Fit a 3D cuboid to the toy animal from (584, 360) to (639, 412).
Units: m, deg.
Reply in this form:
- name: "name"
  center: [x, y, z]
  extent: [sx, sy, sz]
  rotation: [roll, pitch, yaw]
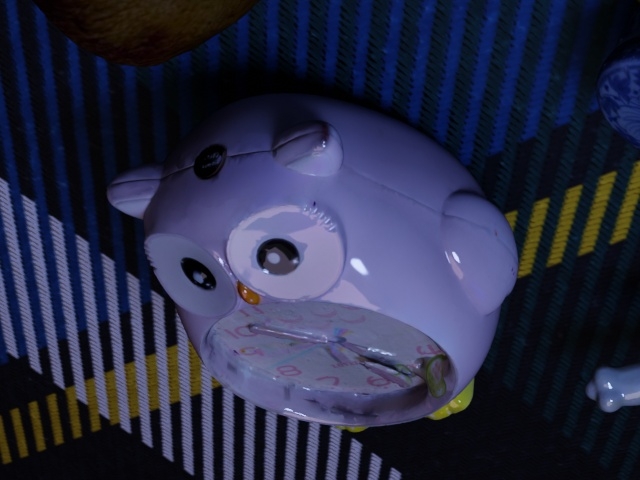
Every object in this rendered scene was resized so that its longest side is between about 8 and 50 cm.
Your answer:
- name: "toy animal"
  center: [0.474, 0.110, 1.638]
  extent: [0.363, 0.180, 0.181]
  rotation: [12, 137, 13]

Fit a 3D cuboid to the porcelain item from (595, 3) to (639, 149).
- name: "porcelain item"
  center: [0.324, -0.140, 1.364]
  extent: [0.147, 0.114, 0.147]
  rotation: [26, 154, 14]

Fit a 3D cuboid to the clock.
- name: "clock"
  center: [0.000, 0.000, 1.564]
  extent: [0.368, 0.250, 0.377]
  rotation: [-12, 143, 31]

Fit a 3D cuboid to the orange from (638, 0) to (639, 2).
- name: "orange"
  center: [0.328, -0.248, 1.152]
  extent: [0.240, 0.240, 0.240]
  rotation: [8, 143, 6]

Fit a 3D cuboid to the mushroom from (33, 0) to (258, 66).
- name: "mushroom"
  center: [-0.168, -0.298, 1.202]
  extent: [0.260, 0.345, 0.345]
  rotation: [-7, 139, 23]
